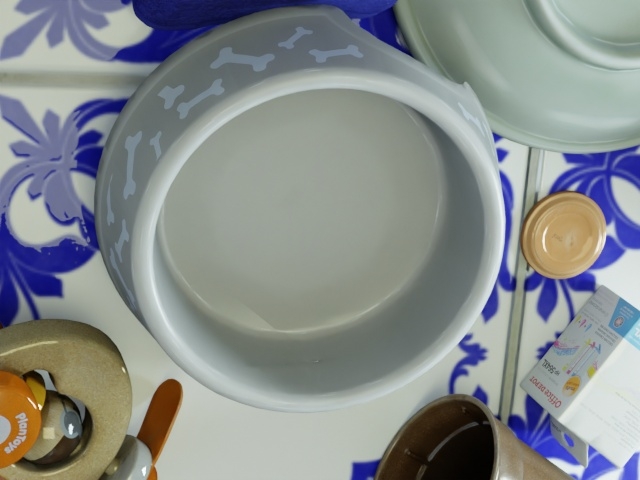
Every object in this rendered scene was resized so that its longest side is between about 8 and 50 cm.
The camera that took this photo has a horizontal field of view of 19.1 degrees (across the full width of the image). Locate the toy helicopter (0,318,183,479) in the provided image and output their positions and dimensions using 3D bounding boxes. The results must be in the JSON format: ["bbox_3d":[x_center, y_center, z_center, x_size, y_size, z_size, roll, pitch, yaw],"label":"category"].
[{"bbox_3d":[-0.248,0.226,1.626,0.235,0.140,0.355,4,116,-27],"label":"toy helicopter"}]

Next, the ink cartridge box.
[{"bbox_3d":[0.262,0.132,1.751,0.090,0.092,0.143,38,92,-23],"label":"ink cartridge box"}]

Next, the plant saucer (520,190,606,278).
[{"bbox_3d":[0.224,-0.004,1.740,0.083,0.013,0.083,-5,107,-15],"label":"plant saucer"}]

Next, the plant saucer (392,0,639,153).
[{"bbox_3d":[0.256,-0.259,1.625,0.400,0.100,0.400,-5,109,-16],"label":"plant saucer"}]

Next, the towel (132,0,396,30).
[{"bbox_3d":[-0.009,-0.244,1.447,0.227,0.308,0.076,-7,80,-18],"label":"towel"}]

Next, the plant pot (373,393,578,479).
[{"bbox_3d":[0.158,0.247,1.727,0.165,0.167,0.167,30,96,-31],"label":"plant pot"}]

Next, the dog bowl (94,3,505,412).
[{"bbox_3d":[-0.007,-0.013,1.557,0.348,0.102,0.349,-5,116,-10],"label":"dog bowl"}]
